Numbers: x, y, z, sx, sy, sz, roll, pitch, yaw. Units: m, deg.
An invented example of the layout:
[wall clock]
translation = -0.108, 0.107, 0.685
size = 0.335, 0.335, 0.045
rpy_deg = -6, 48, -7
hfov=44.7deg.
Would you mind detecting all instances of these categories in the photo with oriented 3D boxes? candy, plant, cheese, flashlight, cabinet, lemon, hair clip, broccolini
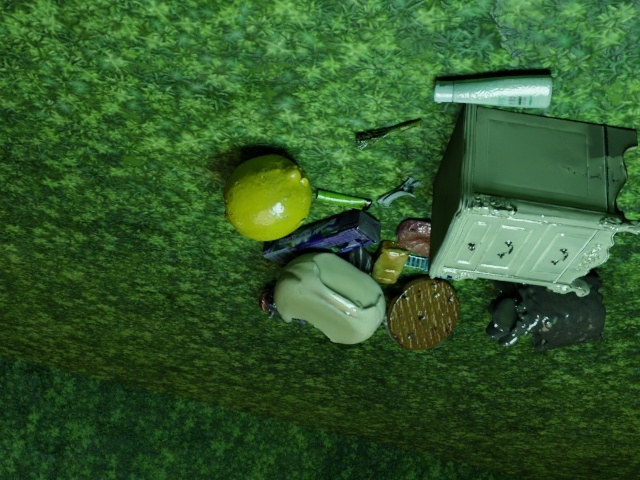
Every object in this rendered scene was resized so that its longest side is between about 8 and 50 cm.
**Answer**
[candy]
translation = 0.000, 0.000, 1.832
size = 0.312, 0.061, 0.088
rpy_deg = -16, 143, 39
[plant]
translation = 0.531, 0.164, 1.860
size = 0.276, 0.199, 0.188
rpy_deg = -2, 148, 5
[cheese]
translation = 0.022, 0.141, 1.842
size = 0.266, 0.127, 0.233
rpy_deg = 32, 148, -7
[flashlight]
translation = 0.024, 0.074, 1.950
size = 0.093, 0.093, 0.232
rpy_deg = 28, 151, -33
[cabinet]
translation = 0.385, -0.062, 1.437
size = 0.318, 0.227, 0.290
rpy_deg = 9, 152, -1
[lemon]
translation = -0.105, -0.089, 1.576
size = 0.173, 0.173, 0.206
rpy_deg = 28, 137, -33
[hair clip]
translation = 0.164, -0.094, 1.638
size = 0.030, 0.039, 0.115
rpy_deg = 27, 149, -23
[broccolini]
translation = 0.130, -0.200, 1.463
size = 0.140, 0.030, 0.035
rpy_deg = -14, 154, 27

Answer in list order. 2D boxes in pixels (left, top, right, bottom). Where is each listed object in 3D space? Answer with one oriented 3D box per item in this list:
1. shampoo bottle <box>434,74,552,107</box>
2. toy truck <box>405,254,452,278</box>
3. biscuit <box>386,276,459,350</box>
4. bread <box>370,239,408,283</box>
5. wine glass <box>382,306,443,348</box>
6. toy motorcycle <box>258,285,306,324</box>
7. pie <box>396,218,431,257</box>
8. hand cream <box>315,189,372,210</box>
[shampoo bottle]
translation = 0.287, -0.251, 1.304
size = 0.190, 0.041, 0.069
rpy_deg = 3, 157, 10
[toy truck]
translation = 0.272, 0.057, 1.875
size = 0.136, 0.063, 0.074
rpy_deg = 12, 172, -2
[biscuit]
translation = 0.267, 0.189, 2.011
size = 0.212, 0.212, 0.036
rpy_deg = 23, -167, -27
[bread]
translation = 0.166, 0.054, 1.888
size = 0.074, 0.053, 0.132
rpy_deg = 11, 141, -9
[wine glass]
translation = 0.195, 0.202, 2.088
size = 0.321, 0.143, 0.143
rpy_deg = 19, 150, -22
[toy motorcycle]
translation = -0.090, 0.188, 2.186
size = 0.122, 0.082, 0.213
rpy_deg = -14, 144, 33
[pie]
translation = 0.247, -0.002, 1.786
size = 0.153, 0.038, 0.153
rpy_deg = 8, 152, 4
[hand cream]
translation = 0.050, -0.087, 1.693
size = 0.122, 0.023, 0.036
rpy_deg = 12, 141, -11
